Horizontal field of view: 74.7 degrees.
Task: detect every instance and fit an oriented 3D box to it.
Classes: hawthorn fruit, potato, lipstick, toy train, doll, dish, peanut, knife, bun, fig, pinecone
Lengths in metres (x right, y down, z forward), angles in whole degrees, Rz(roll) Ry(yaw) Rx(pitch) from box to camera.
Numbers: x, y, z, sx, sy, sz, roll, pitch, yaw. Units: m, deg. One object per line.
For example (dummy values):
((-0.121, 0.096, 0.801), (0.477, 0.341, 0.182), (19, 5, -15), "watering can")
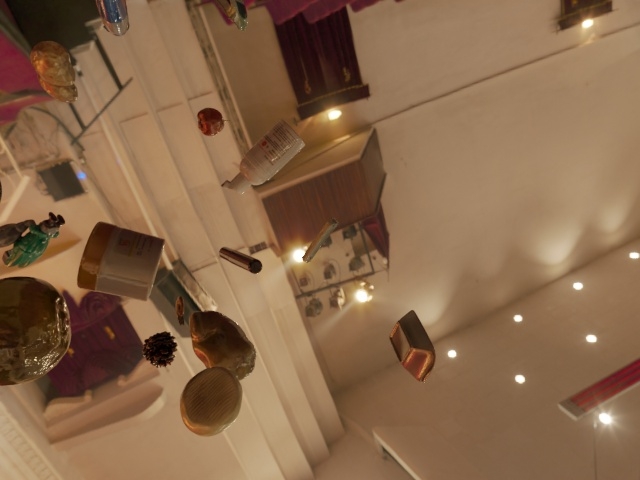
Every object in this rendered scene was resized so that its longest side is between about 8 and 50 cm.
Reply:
((-0.494, -0.535, 1.892), (0.125, 0.125, 0.140), (-6, -164, 26), "hawthorn fruit")
((-0.413, 0.429, 1.745), (0.218, 0.351, 0.202), (-36, 177, -40), "potato")
((-0.314, 0.072, 1.615), (0.057, 0.057, 0.356), (-30, -160, -25), "lipstick")
((-0.344, -0.840, 1.309), (0.088, 0.407, 0.086), (-39, 180, 24), "toy train")
((-1.092, -0.008, 1.600), (0.258, 0.195, 0.153), (-31, -115, -20), "doll")
((0.299, 0.359, 1.400), (0.064, 0.154, 0.234), (6, -146, -20), "dish")
((-0.743, -0.466, 1.180), (0.228, 0.104, 0.086), (-33, -145, 61), "peanut")
((0.000, 0.000, 1.198), (0.044, 0.162, 0.023), (-8, -129, -52), "knife")
((-0.348, 0.526, 1.359), (0.222, 0.128, 0.223), (-2, -138, 1), "bun")
((-0.939, 0.265, 1.245), (0.342, 0.344, 0.343), (-15, -156, 7), "fig")
((-0.738, 0.507, 1.937), (0.173, 0.174, 0.174), (-15, -156, 7), "pinecone")

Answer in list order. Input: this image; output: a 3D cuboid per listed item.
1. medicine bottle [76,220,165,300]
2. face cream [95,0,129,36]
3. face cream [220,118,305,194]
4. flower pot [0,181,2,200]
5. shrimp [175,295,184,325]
((-0.687, 0.075, 1.464), (0.231, 0.238, 0.238), (16, -166, -20), "medicine bottle")
((-0.615, -0.722, 1.214), (0.083, 0.264, 0.149), (-7, -120, -15), "face cream")
((-0.244, -0.320, 1.734), (0.369, 0.145, 0.145), (-43, -156, 3), "face cream")
((-0.808, -0.126, 0.811), (0.266, 0.267, 0.267), (-18, 163, -1), "flower pot")
((-0.495, 0.246, 1.488), (0.023, 0.059, 0.108), (6, -132, -38), "shrimp")
